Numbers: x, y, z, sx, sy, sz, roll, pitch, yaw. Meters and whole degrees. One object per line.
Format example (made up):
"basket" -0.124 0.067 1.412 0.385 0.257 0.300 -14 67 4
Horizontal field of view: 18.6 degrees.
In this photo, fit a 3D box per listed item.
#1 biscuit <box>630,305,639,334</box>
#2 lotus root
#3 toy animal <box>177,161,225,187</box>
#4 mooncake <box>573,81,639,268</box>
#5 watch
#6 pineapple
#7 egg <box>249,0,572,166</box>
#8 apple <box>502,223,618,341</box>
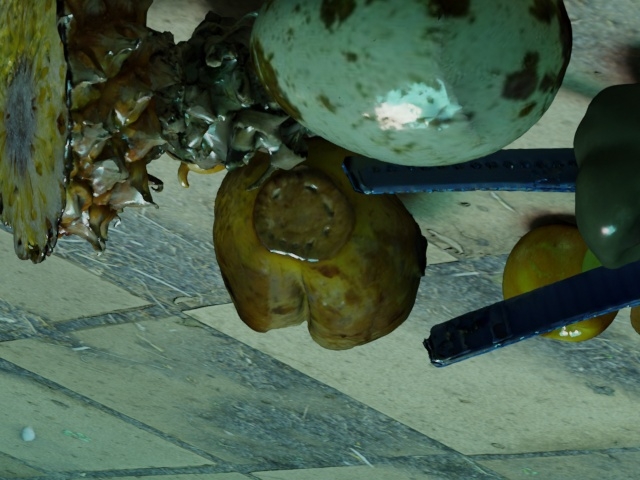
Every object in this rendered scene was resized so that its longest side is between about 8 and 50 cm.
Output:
"biscuit" 0.426 0.078 1.789 0.277 0.052 0.262 17 160 -4
"lotus root" 0.001 0.009 1.681 0.193 0.193 0.291 13 164 6
"toy animal" -0.079 -0.070 1.737 0.083 0.081 0.060 30 162 20
"mooncake" 0.266 -0.047 1.414 0.168 0.175 0.104 53 179 25
"watch" 0.182 -0.021 1.547 0.275 0.068 0.276 -16 144 8
"pineapple" -0.099 -0.114 1.490 0.272 0.262 0.262 -3 167 -24
"egg" 0.057 -0.134 1.324 0.231 0.169 0.169 -1 154 28
"apple" 0.219 0.042 1.768 0.099 0.102 0.114 -9 150 45
